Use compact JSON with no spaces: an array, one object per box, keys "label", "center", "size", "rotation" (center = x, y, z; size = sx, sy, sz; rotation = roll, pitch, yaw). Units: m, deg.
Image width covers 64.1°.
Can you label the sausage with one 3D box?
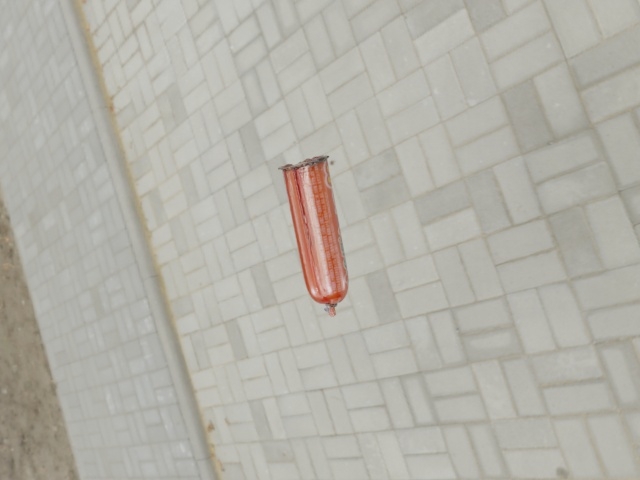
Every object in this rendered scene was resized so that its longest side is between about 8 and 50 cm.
[{"label":"sausage","center":[0.000,0.000,0.451],"size":[0.050,0.048,0.145],"rotation":[-1,107,36]}]
